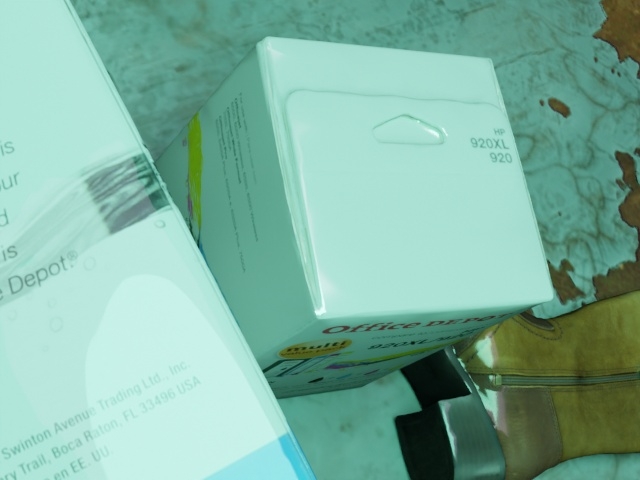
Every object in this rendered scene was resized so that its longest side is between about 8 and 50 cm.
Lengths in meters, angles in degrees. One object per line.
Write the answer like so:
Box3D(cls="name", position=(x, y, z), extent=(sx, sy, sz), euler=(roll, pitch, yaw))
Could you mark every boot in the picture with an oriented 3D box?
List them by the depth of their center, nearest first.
Box3D(cls="boot", position=(0.182, 0.061, 0.834), extent=(0.280, 0.096, 0.264), euler=(-5, 72, -32))

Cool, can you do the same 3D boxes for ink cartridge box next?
Box3D(cls="ink cartridge box", position=(-0.201, 0.067, 0.521), extent=(0.285, 0.166, 0.395), euler=(-26, 84, -17))
Box3D(cls="ink cartridge box", position=(0.000, 0.000, 0.668), extent=(0.171, 0.233, 0.168), euler=(-2, 71, -31))
